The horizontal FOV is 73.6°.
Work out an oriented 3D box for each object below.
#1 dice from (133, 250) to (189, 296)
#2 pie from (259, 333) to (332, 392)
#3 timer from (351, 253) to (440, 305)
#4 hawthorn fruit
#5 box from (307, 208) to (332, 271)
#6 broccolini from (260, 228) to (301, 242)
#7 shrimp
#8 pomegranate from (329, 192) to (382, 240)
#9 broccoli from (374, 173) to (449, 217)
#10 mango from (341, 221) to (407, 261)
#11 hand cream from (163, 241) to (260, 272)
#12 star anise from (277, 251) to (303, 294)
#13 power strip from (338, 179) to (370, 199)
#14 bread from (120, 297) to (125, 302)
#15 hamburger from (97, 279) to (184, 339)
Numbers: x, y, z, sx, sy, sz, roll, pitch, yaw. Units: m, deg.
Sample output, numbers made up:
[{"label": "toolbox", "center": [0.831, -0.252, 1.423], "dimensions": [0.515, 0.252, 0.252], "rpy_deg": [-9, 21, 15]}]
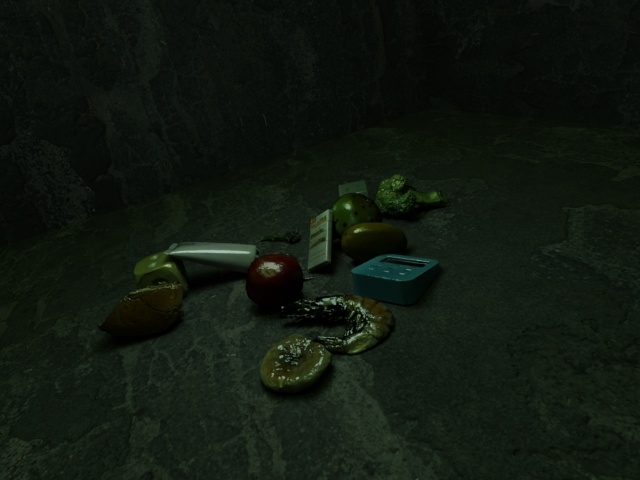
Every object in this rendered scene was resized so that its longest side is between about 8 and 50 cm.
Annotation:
[{"label": "dice", "center": [-0.631, 0.149, 1.711], "dimensions": [0.169, 0.166, 0.169], "rpy_deg": [-17, 25, -8]}, {"label": "pie", "center": [-0.076, 0.339, 1.165], "dimensions": [0.218, 0.052, 0.185], "rpy_deg": [10, 39, 45]}, {"label": "timer", "center": [0.254, 0.103, 1.441], "dimensions": [0.231, 0.092, 0.250], "rpy_deg": [5, 27, 36]}, {"label": "hawthorn fruit", "center": [-0.141, 0.140, 1.467], "dimensions": [0.251, 0.190, 0.189], "rpy_deg": [5, 30, 21]}, {"label": "box", "center": [-0.001, 0.000, 1.657], "dimensions": [0.122, 0.032, 0.221], "rpy_deg": [-30, 49, 47]}, {"label": "broccolini", "center": [-0.190, -0.008, 1.966], "dimensions": [0.216, 0.058, 0.067], "rpy_deg": [-8, -16, 29]}, {"label": "shrimp", "center": [0.035, 0.246, 1.288], "dimensions": [0.364, 0.071, 0.233], "rpy_deg": [-2, 33, 14]}, {"label": "pomegranate", "center": [0.118, -0.073, 1.770], "dimensions": [0.285, 0.231, 0.231], "rpy_deg": [-33, 6, 46]}, {"label": "broccoli", "center": [0.379, -0.205, 1.897], "dimensions": [0.302, 0.186, 0.254], "rpy_deg": [-3, 17, 36]}, {"label": "mango", "center": [0.202, 0.005, 1.598], "dimensions": [0.250, 0.157, 0.114], "rpy_deg": [-3, 28, 2]}, {"label": "hand cream", "center": [-0.428, 0.053, 1.720], "dimensions": [0.358, 0.118, 0.185], "rpy_deg": [9, 13, -9]}, {"label": "star anise", "center": [-0.124, 0.139, 1.645], "dimensions": [0.148, 0.218, 0.228], "rpy_deg": [6, 59, -29]}, {"label": "power strip", "center": [0.164, -0.175, 2.003], "dimensions": [0.140, 0.139, 0.224], "rpy_deg": [-10, 25, 6]}, {"label": "bread", "center": [-0.740, 0.253, 1.688], "dimensions": [0.105, 0.053, 0.072], "rpy_deg": [-11, 54, 12]}, {"label": "hamburger", "center": [-0.616, 0.245, 1.519], "dimensions": [0.282, 0.245, 0.155], "rpy_deg": [-60, 3, -2]}]
